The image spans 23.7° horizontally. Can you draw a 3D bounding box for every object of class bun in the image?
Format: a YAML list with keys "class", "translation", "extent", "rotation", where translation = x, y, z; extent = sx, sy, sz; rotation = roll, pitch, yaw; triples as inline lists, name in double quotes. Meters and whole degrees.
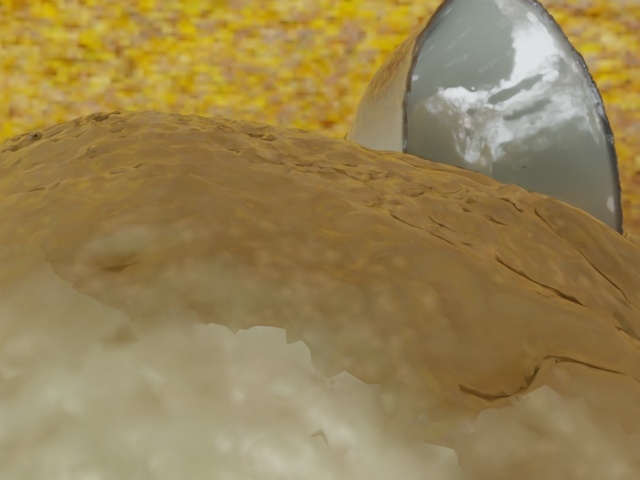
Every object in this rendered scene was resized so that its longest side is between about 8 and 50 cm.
- class: "bun"
  translation: [0.023, 0.105, 0.457]
  extent: [0.227, 0.349, 0.352]
  rotation: [-33, -173, -9]

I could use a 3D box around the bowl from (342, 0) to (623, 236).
- class: "bowl"
  translation: [0.109, -0.037, 1.287]
  extent: [0.158, 0.337, 0.337]
  rotation: [-10, 170, 38]
